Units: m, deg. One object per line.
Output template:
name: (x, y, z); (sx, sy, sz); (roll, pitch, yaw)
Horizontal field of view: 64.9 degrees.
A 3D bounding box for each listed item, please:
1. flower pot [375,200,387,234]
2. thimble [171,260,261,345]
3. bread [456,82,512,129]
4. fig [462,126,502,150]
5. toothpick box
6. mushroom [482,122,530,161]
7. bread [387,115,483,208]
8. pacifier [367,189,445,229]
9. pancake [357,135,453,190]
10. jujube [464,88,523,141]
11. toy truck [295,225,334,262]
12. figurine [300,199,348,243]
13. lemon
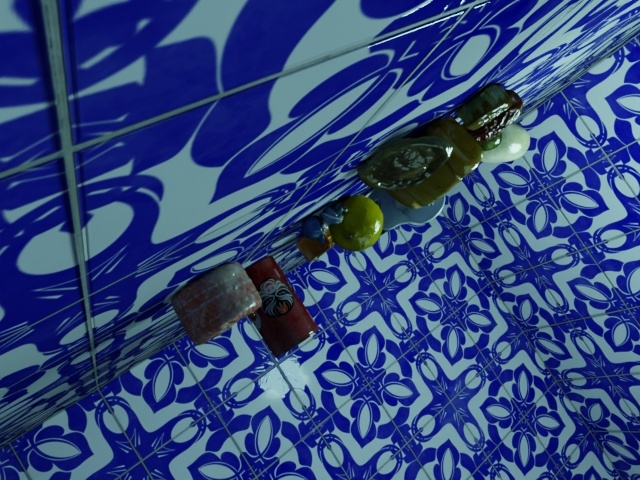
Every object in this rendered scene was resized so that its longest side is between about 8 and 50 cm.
flower pot: (0.293, -0.137, 2.187); (0.269, 0.166, 0.269); (-36, 177, -2)
thimble: (-0.288, 0.179, 1.410); (0.239, 0.162, 0.239); (-33, 175, -3)
bread: (0.429, -0.349, 1.322); (0.128, 0.069, 0.140); (-34, 175, 35)
fig: (0.532, -0.357, 1.719); (0.156, 0.123, 0.123); (-19, 175, -3)
toothpick box: (-0.177, 0.247, 1.899); (0.204, 0.333, 0.204); (-32, 176, -2)
mushroom: (0.717, -0.415, 2.027); (0.246, 0.202, 0.246); (11, 177, 1)
bread: (0.290, -0.202, 1.371); (0.132, 0.167, 0.294); (-58, -171, -31)
pacifier: (0.291, -0.172, 1.821); (0.300, 0.243, 0.233); (-11, 149, 14)
pancake: (0.203, -0.179, 1.210); (0.236, 0.042, 0.223); (-25, 152, 35)
jujube: (0.492, -0.357, 1.438); (0.109, 0.112, 0.176); (0, 158, -30)
toy truck: (0.000, 0.000, 1.878); (0.135, 0.114, 0.270); (-35, 177, -23)
figurine: (0.012, -0.059, 1.513); (0.149, 0.086, 0.087); (-43, 138, -4)
lemon: (0.112, -0.056, 1.614); (0.181, 0.193, 0.180); (-7, 134, -8)
